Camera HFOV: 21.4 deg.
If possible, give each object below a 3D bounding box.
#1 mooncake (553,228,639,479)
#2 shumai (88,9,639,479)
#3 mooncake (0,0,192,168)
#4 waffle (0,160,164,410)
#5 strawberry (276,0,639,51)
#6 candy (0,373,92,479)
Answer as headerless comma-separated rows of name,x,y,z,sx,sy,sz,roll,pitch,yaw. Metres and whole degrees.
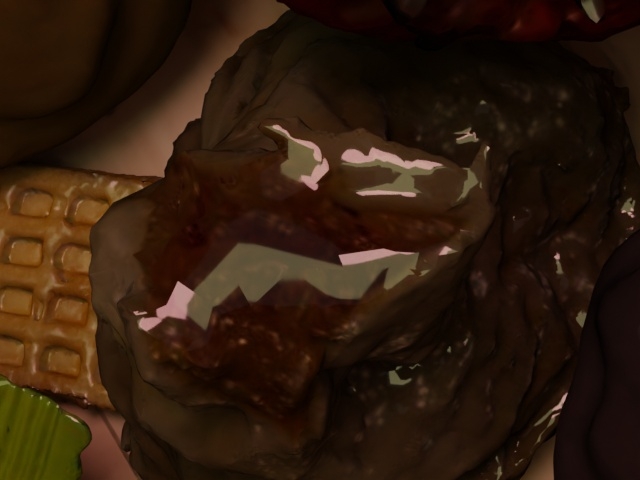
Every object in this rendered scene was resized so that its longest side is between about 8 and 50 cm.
mooncake,0.201,0.062,0.451,0.283,0.141,0.283,-4,80,23
shumai,0.000,0.000,0.520,0.166,0.175,0.206,19,85,23
mooncake,-0.169,-0.107,0.571,0.235,0.235,0.117,-32,47,14
waffle,-0.114,0.014,0.645,0.135,0.021,0.092,6,83,22
strawberry,0.050,-0.188,0.495,0.238,0.288,0.250,5,107,-6
candy,-0.194,0.066,0.629,0.246,0.069,0.149,29,117,19
